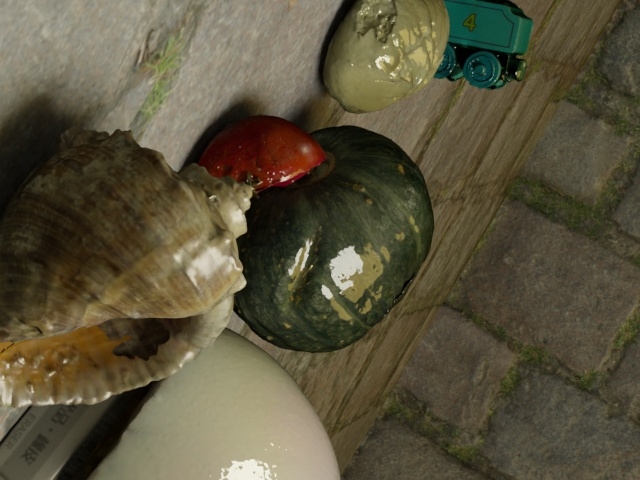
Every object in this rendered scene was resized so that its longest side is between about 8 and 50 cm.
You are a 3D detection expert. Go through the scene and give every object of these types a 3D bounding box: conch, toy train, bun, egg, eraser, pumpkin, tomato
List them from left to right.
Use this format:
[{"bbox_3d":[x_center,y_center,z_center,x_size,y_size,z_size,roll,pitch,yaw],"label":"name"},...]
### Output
[{"bbox_3d":[-0.304,0.213,1.371,0.352,0.089,0.061,-54,161,-15],"label":"eraser"},{"bbox_3d":[-0.227,0.031,1.079,0.352,0.210,0.297,-15,142,0],"label":"conch"},{"bbox_3d":[-0.133,0.325,1.464,0.354,0.340,0.354,-51,-172,10],"label":"egg"},{"bbox_3d":[-0.094,-0.104,1.393,0.189,0.099,0.173,-21,-171,12],"label":"tomato"},{"bbox_3d":[0.000,0.000,1.552,0.328,0.291,0.257,-37,121,-17],"label":"pumpkin"},{"bbox_3d":[0.100,-0.269,1.565,0.220,0.134,0.220,-52,167,-17],"label":"bun"},{"bbox_3d":[0.251,-0.332,1.813,0.107,0.198,0.154,-16,122,-64],"label":"toy train"}]
